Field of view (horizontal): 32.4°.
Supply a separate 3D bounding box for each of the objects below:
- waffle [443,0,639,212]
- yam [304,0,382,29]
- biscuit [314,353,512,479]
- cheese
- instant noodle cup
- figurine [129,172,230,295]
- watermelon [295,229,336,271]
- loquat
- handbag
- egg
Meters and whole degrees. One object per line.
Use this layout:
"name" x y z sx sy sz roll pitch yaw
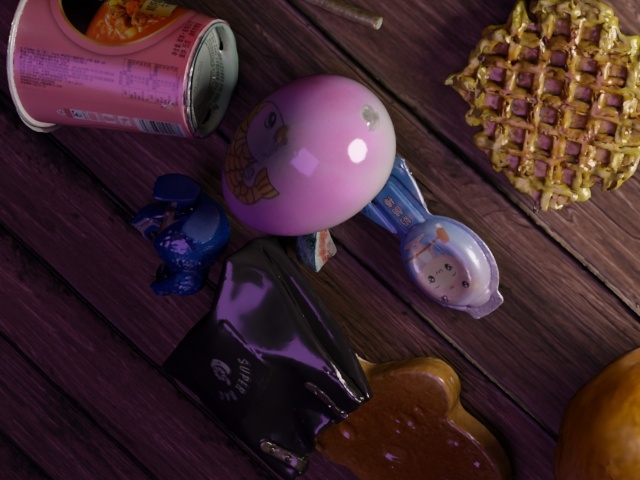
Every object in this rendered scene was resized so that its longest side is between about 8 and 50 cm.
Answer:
"waffle" 0.281 -0.163 1.293 0.245 0.052 0.254 50 130 -2
"yam" 0.025 -0.294 1.396 0.116 0.021 0.021 24 128 17
"biscuit" 0.134 0.280 1.652 0.343 0.057 0.287 25 129 19
"cheese" 0.148 0.005 1.478 0.245 0.052 0.135 48 132 -2
"instant noodle cup" -0.257 -0.240 1.497 0.255 0.244 0.244 13 124 16
"figurine" -0.203 0.003 1.669 0.262 0.120 0.164 -41 65 63
"watermelon" 0.000 0.000 1.583 0.061 0.085 0.085 17 139 -29
"loquat" 0.438 0.270 1.291 0.328 0.328 0.329 16 125 24
"handbag" -0.078 0.198 1.652 0.288 0.152 0.342 46 134 15
"egg" -0.020 -0.101 1.431 0.196 0.196 0.271 43 136 3
